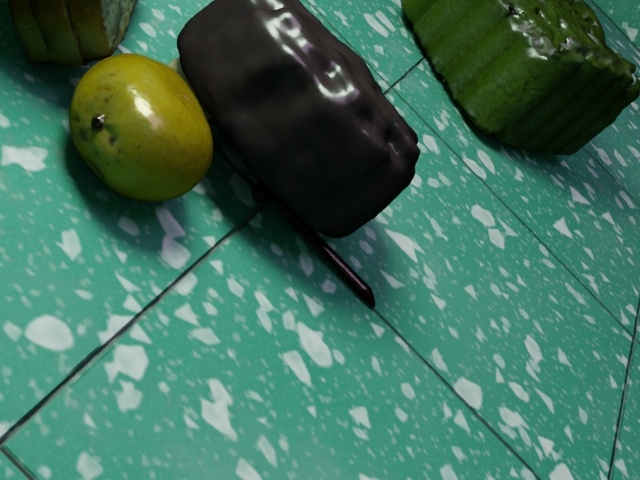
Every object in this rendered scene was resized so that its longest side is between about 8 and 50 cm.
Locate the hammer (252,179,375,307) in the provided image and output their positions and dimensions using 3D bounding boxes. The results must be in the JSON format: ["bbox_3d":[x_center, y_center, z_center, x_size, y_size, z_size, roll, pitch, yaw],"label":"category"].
[{"bbox_3d":[0.000,0.000,1.202,0.178,0.021,0.065,45,27,-4],"label":"hammer"}]

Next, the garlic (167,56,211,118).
[{"bbox_3d":[-0.139,-0.165,1.207,0.053,0.041,0.083,27,26,-41],"label":"garlic"}]

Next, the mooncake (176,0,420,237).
[{"bbox_3d":[-0.014,-0.147,1.192,0.283,0.141,0.283,49,12,-14],"label":"mooncake"}]

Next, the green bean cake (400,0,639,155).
[{"bbox_3d":[0.323,-0.317,1.849,0.335,0.218,0.319,10,45,-51],"label":"green bean cake"}]

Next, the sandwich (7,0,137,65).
[{"bbox_3d":[-0.222,-0.328,1.090,0.099,0.271,0.301,-1,35,4],"label":"sandwich"}]

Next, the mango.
[{"bbox_3d":[-0.159,-0.106,1.048,0.137,0.098,0.195,41,17,-13],"label":"mango"}]
